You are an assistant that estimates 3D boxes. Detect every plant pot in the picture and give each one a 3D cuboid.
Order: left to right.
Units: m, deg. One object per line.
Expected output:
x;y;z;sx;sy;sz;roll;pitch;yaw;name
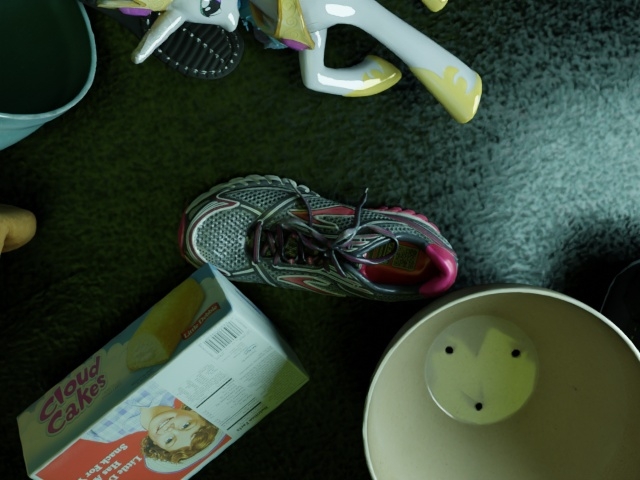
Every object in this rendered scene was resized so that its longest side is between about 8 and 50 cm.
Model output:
-0.379;-0.178;0.735;0.196;0.293;0.293;-33;105;27;plant pot
0.184;0.168;0.892;0.284;0.191;0.284;0;100;1;plant pot

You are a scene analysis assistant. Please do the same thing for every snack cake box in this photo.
-0.163;0.167;0.881;0.264;0.089;0.152;-39;133;2;snack cake box

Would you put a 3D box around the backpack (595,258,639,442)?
0.414;0.183;0.907;0.273;0.290;0.356;-11;96;-13;backpack

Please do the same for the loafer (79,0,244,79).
-0.169;-0.245;0.831;0.220;0.078;0.080;32;113;-29;loafer

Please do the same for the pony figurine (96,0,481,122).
0.001;-0.297;0.753;0.363;0.302;0.351;10;93;-31;pony figurine

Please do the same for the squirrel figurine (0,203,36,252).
-0.438;0.132;0.711;0.280;0.397;0.371;14;93;-15;squirrel figurine

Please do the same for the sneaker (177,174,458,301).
0.000;0.000;0.884;0.299;0.112;0.121;4;102;-7;sneaker
